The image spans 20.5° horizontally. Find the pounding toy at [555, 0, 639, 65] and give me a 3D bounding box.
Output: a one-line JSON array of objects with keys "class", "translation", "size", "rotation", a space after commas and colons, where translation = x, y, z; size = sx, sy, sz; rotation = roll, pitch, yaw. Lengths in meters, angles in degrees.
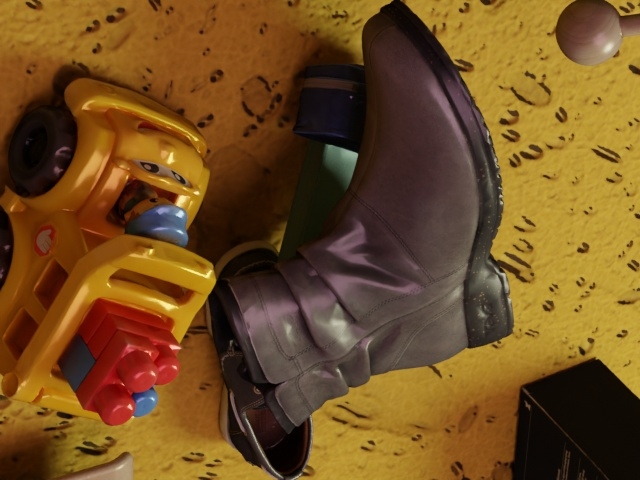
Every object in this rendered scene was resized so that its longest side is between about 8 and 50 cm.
[{"class": "pounding toy", "translation": [0.242, -0.266, 1.367], "size": [0.183, 0.110, 0.237], "rotation": [-13, 96, 12]}]

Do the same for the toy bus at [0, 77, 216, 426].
[{"class": "toy bus", "translation": [-0.149, 0.026, 1.260], "size": [0.149, 0.211, 0.220], "rotation": [21, 107, -41]}]

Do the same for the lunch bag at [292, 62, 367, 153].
[{"class": "lunch bag", "translation": [0.033, -0.104, 1.378], "size": [0.098, 0.067, 0.065], "rotation": [14, 86, -42]}]

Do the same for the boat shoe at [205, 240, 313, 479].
[{"class": "boat shoe", "translation": [-0.043, 0.102, 1.484], "size": [0.084, 0.079, 0.233], "rotation": [-19, 129, -20]}]

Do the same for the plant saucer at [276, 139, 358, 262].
[{"class": "plant saucer", "translation": [0.000, 0.000, 1.434], "size": [0.067, 0.018, 0.192], "rotation": [11, 97, -39]}]

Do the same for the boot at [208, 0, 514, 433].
[{"class": "boot", "translation": [0.018, 0.001, 1.314], "size": [0.222, 0.118, 0.338], "rotation": [-23, 129, -9]}]

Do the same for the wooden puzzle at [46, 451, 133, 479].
[{"class": "wooden puzzle", "translation": [-0.261, 0.287, 1.451], "size": [0.238, 0.044, 0.221], "rotation": [-17, 130, -29]}]

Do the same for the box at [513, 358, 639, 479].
[{"class": "box", "translation": [0.279, 0.280, 1.761], "size": [0.103, 0.184, 0.261], "rotation": [-20, 132, -24]}]
